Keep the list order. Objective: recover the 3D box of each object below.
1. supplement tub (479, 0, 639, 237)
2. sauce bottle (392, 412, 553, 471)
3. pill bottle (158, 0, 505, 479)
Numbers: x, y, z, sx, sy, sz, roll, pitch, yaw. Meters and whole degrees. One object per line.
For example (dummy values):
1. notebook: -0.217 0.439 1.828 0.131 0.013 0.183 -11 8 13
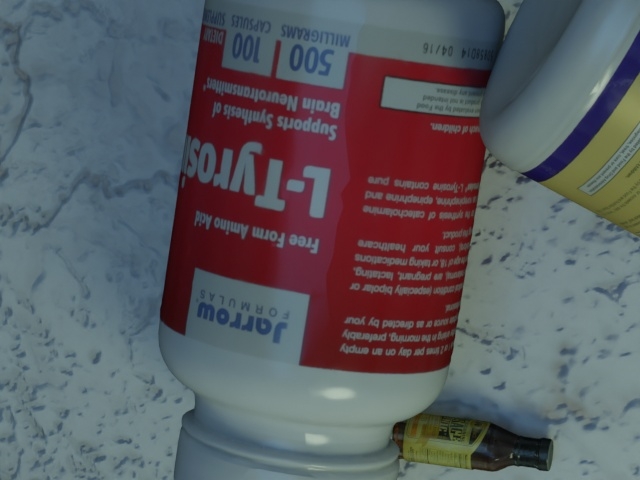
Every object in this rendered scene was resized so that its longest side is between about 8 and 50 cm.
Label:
1. supplement tub: 0.305 -0.093 1.364 0.331 0.241 0.241 28 103 -8
2. sauce bottle: 0.122 0.164 1.577 0.128 0.042 0.042 5 96 13
3. pill bottle: 0.000 0.000 1.498 0.229 0.229 0.407 10 98 15
